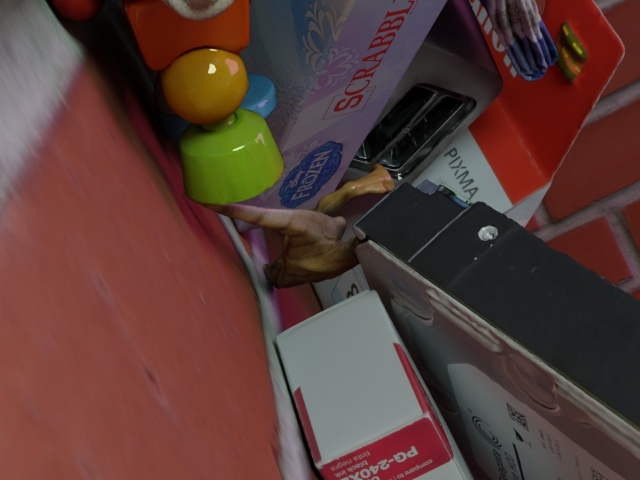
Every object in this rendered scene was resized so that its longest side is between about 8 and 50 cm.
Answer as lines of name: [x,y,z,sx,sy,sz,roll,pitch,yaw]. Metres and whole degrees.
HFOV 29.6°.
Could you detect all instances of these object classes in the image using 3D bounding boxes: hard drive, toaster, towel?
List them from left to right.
toaster: [0.024,-0.127,0.878,0.168,0.185,0.110,12,46,-39]
towel: [0.064,-0.227,0.742,0.209,0.034,0.285,62,11,23]
hard drive: [0.167,0.126,0.615,0.339,0.064,0.237,38,-20,38]

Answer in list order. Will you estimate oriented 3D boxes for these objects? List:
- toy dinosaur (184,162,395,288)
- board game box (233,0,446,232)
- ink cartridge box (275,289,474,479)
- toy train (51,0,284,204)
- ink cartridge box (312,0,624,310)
toy dinosaur: [0.000,0.000,0.686,0.064,0.112,0.211,60,-5,14]
board game box: [-0.044,-0.215,0.668,0.318,0.066,0.318,64,-27,19]
ink cartridge box: [0.042,0.119,0.640,0.150,0.063,0.109,62,3,-33]
toy train: [-0.050,-0.076,0.512,0.248,0.105,0.143,-112,-172,-59]
ink cartridge box: [0.066,-0.115,1.005,0.308,0.091,0.385,66,-31,33]
